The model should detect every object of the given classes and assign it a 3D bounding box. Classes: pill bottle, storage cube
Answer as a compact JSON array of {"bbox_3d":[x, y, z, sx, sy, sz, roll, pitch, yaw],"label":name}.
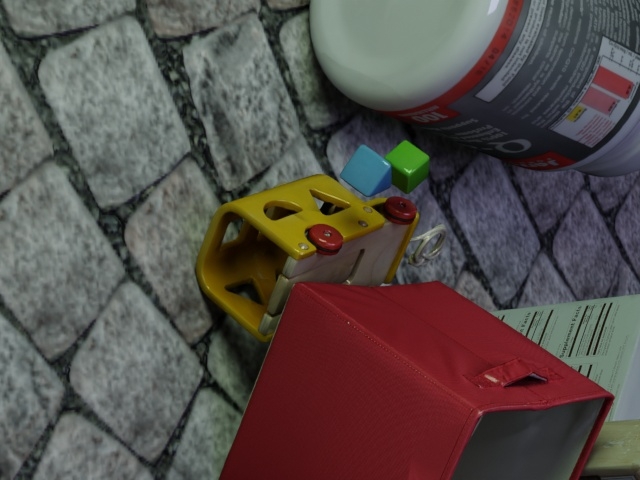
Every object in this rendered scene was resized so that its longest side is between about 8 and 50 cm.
[{"bbox_3d":[0.179,-0.179,1.379,0.363,0.210,0.210,16,71,-46],"label":"pill bottle"},{"bbox_3d":[0.068,0.156,1.153,0.183,0.193,0.215,1,117,-49],"label":"storage cube"}]

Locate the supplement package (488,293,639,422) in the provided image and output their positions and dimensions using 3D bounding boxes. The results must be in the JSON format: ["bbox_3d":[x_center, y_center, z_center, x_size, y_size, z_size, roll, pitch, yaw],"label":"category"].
[{"bbox_3d":[0.241,0.172,1.388,0.194,0.203,0.149,49,50,-31],"label":"supplement package"}]

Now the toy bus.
[{"bbox_3d":[-0.005,-0.002,1.215,0.191,0.104,0.202,-47,156,-11],"label":"toy bus"}]

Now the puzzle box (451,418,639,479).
[{"bbox_3d":[0.250,0.316,1.321,0.409,0.272,0.052,54,46,-26],"label":"puzzle box"}]
